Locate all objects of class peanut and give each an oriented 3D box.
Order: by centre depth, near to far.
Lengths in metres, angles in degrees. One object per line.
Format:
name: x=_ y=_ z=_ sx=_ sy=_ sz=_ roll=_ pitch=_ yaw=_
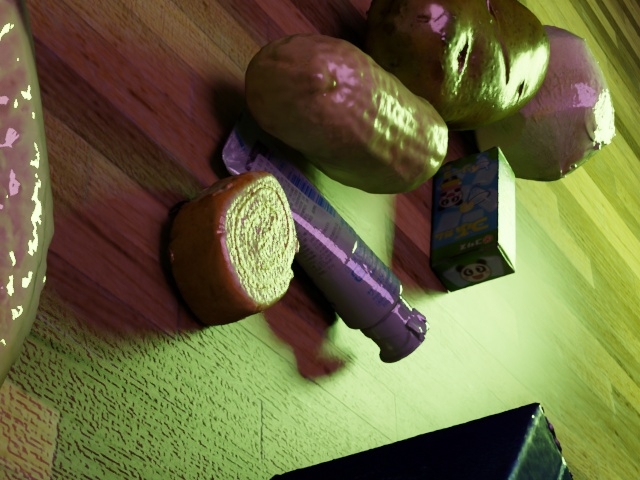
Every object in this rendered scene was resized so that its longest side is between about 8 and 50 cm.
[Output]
peanut: x=0.024 y=-0.130 z=1.364 sx=0.319 sy=0.148 sz=0.147 roll=19 pitch=54 yaw=-57

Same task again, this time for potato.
potato: x=0.183 y=-0.250 z=1.696 sx=0.369 sy=0.176 sz=0.195 roll=-3 pitch=58 yaw=-50

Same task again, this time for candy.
candy: x=0.201 y=-0.030 z=1.687 sx=0.062 sy=0.097 sz=0.194 roll=54 pitch=30 yaw=-35

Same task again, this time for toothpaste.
toothpaste: x=0.000 y=0.000 z=1.316 sx=0.299 sy=0.073 sz=0.114 roll=50 pitch=28 yaw=-19

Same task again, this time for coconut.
coconut: x=0.331 y=-0.193 z=1.931 sx=0.227 sy=0.227 sz=0.230 roll=19 pitch=55 yaw=-58

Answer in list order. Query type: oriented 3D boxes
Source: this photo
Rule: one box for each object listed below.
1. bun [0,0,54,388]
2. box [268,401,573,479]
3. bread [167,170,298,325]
bun: x=-0.295 y=-0.049 z=0.607 sx=0.364 sy=0.202 sz=0.364 roll=-10 pitch=90 yaw=-67
box: x=0.040 y=0.252 z=0.962 sx=0.116 sy=0.262 sz=0.279 roll=66 pitch=25 yaw=-11
bread: x=-0.078 y=0.010 z=1.148 sx=0.122 sy=0.073 sz=0.149 roll=68 pitch=27 yaw=-13
